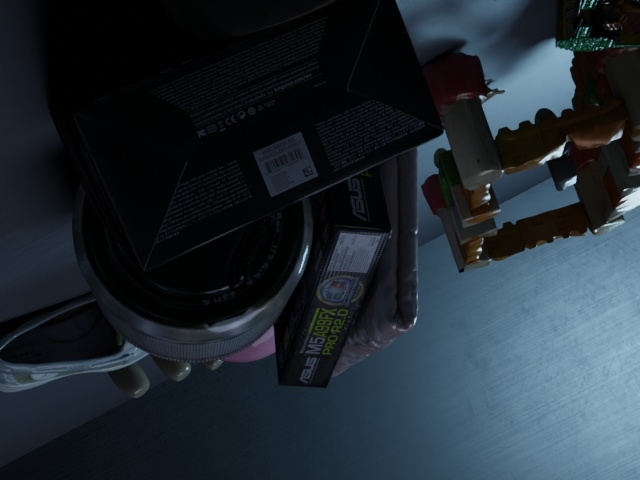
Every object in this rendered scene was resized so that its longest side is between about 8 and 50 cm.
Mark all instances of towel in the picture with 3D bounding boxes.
[{"bbox_3d":[0.043,-0.015,1.261,0.053,0.317,0.332,5,164,-12],"label":"towel"}]

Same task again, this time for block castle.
[{"bbox_3d":[0.294,-0.142,1.488,0.303,0.213,0.453,-16,161,1],"label":"block castle"}]

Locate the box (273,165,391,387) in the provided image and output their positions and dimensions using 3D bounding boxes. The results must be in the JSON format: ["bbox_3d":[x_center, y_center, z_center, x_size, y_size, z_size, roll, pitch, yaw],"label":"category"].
[{"bbox_3d":[0.000,0.000,1.183,0.060,0.216,0.270,5,138,-14],"label":"box"}]

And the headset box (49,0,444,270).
[{"bbox_3d":[-0.074,-0.089,0.792,0.218,0.110,0.293,-25,-166,-12],"label":"headset box"}]

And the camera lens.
[{"bbox_3d":[-0.127,0.007,1.076,0.219,0.219,0.274,-26,172,-12],"label":"camera lens"}]

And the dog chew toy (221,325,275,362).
[{"bbox_3d":[-0.113,0.074,1.681,0.206,0.207,0.332,-28,180,7],"label":"dog chew toy"}]

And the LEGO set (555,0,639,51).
[{"bbox_3d":[0.330,-0.301,0.998,0.255,0.192,0.331,1,177,17],"label":"LEGO set"}]

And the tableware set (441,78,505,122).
[{"bbox_3d":[0.192,-0.191,1.582,0.168,0.020,0.141,-32,171,31],"label":"tableware set"}]

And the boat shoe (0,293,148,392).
[{"bbox_3d":[-0.342,0.138,1.592,0.320,0.118,0.103,-14,171,-31],"label":"boat shoe"}]

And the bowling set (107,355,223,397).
[{"bbox_3d":[-0.259,0.143,1.915,0.200,0.154,0.287,-52,161,23],"label":"bowling set"}]

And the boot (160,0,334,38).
[{"bbox_3d":[0.032,-0.220,0.626,0.305,0.112,0.115,-32,-176,27],"label":"boot"}]
